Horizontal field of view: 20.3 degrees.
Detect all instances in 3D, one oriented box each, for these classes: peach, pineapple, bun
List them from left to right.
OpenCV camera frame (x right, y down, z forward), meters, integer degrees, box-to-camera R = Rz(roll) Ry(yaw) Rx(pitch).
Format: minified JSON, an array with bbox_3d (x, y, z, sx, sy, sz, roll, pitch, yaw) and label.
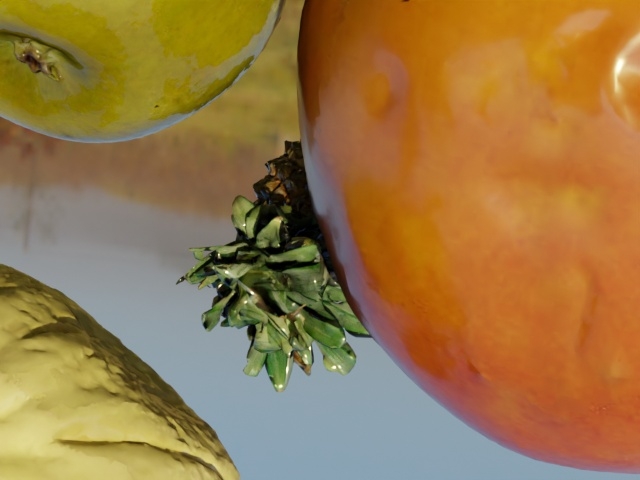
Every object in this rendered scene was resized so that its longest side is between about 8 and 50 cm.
[{"bbox_3d":[-0.160,0.107,0.747,0.244,0.244,0.153,7,161,16],"label":"bun"},{"bbox_3d":[-0.001,0.001,0.960,0.103,0.083,0.221,41,-155,-4],"label":"pineapple"},{"bbox_3d":[0.153,-0.059,0.808,0.343,0.301,0.343,-7,-159,3],"label":"peach"}]

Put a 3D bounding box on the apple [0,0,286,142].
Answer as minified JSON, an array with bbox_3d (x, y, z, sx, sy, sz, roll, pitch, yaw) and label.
[{"bbox_3d":[-0.111,-0.137,0.844,0.196,0.157,0.196,13,148,8],"label":"apple"}]
